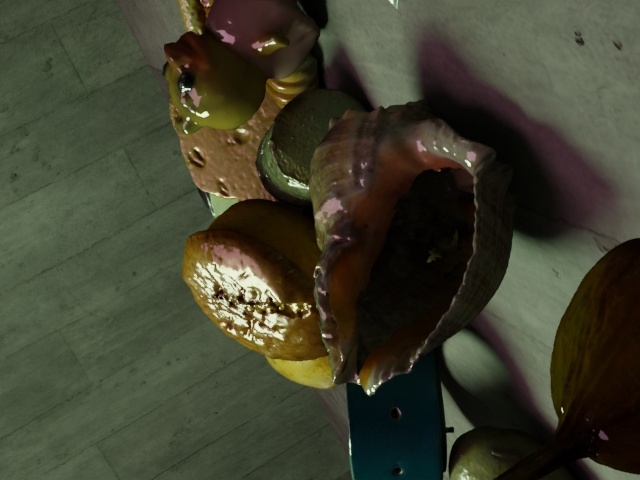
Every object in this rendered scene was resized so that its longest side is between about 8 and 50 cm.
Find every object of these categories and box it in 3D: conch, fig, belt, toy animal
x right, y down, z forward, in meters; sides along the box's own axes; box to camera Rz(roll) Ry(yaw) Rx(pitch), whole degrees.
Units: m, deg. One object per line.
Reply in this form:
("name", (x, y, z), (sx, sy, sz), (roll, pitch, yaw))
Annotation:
("conch", (0.118, -0.001, 0.999), (0.297, 0.210, 0.352), (-9, 79, 57))
("fig", (0.242, 0.137, 0.685), (0.191, 0.290, 0.190), (33, 168, 8))
("belt", (0.130, 0.280, 1.480), (0.436, 0.173, 0.300), (79, -171, -76))
("toy animal", (-0.117, -0.270, 1.239), (0.169, 0.281, 0.195), (43, -179, -40))

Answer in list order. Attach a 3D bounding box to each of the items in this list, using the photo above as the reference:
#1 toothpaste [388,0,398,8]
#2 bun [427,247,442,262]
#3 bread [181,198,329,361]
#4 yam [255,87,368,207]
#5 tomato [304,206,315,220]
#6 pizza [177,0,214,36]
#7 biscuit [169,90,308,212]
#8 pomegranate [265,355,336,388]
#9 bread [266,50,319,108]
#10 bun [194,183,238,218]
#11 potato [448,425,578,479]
("toothpaste", (0.027, -0.343, 0.986), (0.194, 0.043, 0.067), (49, 162, 25))
("bun", (0.120, 0.041, 1.323), (0.222, 0.127, 0.222), (45, 152, 32))
("bread", (-0.083, 0.071, 1.466), (0.312, 0.172, 0.312), (24, 146, 17))
("yam", (-0.014, -0.135, 1.357), (0.161, 0.161, 0.268), (61, 170, -3))
("tomato", (0.000, 0.000, 1.614), (0.187, 0.187, 0.151), (53, 135, 31))
("pizza", (-0.163, -0.398, 1.418), (0.182, 0.074, 0.365), (22, 130, 36))
("biscuit", (-0.138, -0.201, 1.567), (0.376, 0.269, 0.051), (64, -156, -2))
("pomegranate", (-0.012, 0.173, 1.833), (0.307, 0.307, 0.307), (56, 168, 19))
("bread", (-0.053, -0.273, 1.391), (0.119, 0.084, 0.177), (56, 172, 24))
("bun", (-0.124, -0.157, 1.745), (0.293, 0.187, 0.293), (29, 135, 33))
("potato", (0.294, 0.370, 1.300), (0.178, 0.160, 0.235), (21, 178, -36))
